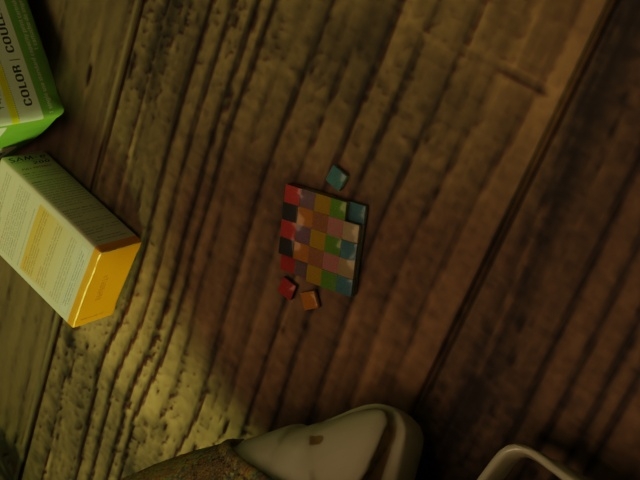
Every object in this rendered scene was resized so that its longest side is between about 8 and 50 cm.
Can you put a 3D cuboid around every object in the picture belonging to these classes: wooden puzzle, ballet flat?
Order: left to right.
[{"bbox_3d":[0.000,0.000,0.531,0.049,0.006,0.083,19,112,32],"label":"wooden puzzle"},{"bbox_3d":[0.051,0.140,0.474,0.349,0.123,0.123,15,110,34],"label":"ballet flat"}]

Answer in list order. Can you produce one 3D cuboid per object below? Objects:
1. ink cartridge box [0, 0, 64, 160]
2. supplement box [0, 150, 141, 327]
[{"bbox_3d":[-0.299,-0.120,0.557,0.097,0.255,0.188,-20,90,47],"label":"ink cartridge box"},{"bbox_3d":[-0.163,-0.002,0.631,0.098,0.036,0.062,41,122,21],"label":"supplement box"}]
